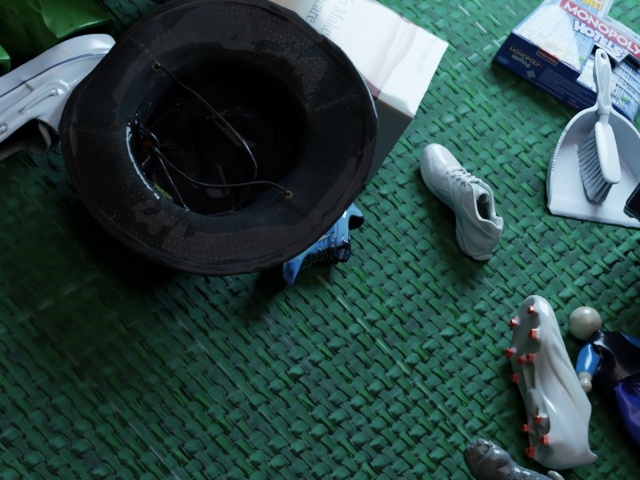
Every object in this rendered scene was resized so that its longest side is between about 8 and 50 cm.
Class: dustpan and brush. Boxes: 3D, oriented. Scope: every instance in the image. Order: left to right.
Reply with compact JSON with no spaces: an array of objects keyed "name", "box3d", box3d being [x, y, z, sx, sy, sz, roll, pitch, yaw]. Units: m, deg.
[{"name":"dustpan and brush","box3d":[0.335,-0.128,2.183,0.147,0.060,0.211,8,60,-22]}]

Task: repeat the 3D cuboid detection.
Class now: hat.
[{"name":"hat","box3d":[-0.105,-0.088,1.897,0.331,0.134,0.331,3,64,-7]}]

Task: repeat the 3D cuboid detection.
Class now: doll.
[{"name":"doll","box3d":[0.328,0.151,1.996,0.129,0.046,0.189,-13,63,-35]}]

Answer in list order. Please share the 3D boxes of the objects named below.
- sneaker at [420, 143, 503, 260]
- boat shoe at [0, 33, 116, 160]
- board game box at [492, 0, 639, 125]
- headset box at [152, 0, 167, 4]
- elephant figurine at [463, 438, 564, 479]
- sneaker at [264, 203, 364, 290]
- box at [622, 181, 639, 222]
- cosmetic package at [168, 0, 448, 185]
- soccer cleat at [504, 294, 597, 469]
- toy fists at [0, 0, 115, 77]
[{"name":"sneaker","box3d":[0.165,-0.054,2.059,0.054,0.061,0.152,-13,61,-32]},{"name":"boat shoe","box3d":[-0.297,-0.125,1.865,0.258,0.095,0.084,-33,79,-29]},{"name":"board game box","box3d":[0.337,-0.250,2.296,0.194,0.060,0.194,31,48,-3]},{"name":"headset box","box3d":[-0.284,-0.393,1.979,0.283,0.131,0.246,16,24,-15]},{"name":"elephant figurine","box3d":[0.262,0.302,1.788,0.239,0.186,0.169,12,5,25]},{"name":"sneaker","box3d":[0.000,0.000,1.932,0.073,0.063,0.162,38,48,-1]},{"name":"box","box3d":[0.688,-0.064,2.102,0.472,0.297,0.480,41,37,12]},{"name":"cosmetic package","box3d":[-0.027,-0.213,2.034,0.296,0.129,0.153,29,47,-5]},{"name":"soccer cleat","box3d":[0.247,0.153,1.945,0.076,0.068,0.196,10,59,-27]},{"name":"toy fists","box3d":[-0.353,-0.224,1.896,0.279,0.096,0.142,-29,73,-43]}]
